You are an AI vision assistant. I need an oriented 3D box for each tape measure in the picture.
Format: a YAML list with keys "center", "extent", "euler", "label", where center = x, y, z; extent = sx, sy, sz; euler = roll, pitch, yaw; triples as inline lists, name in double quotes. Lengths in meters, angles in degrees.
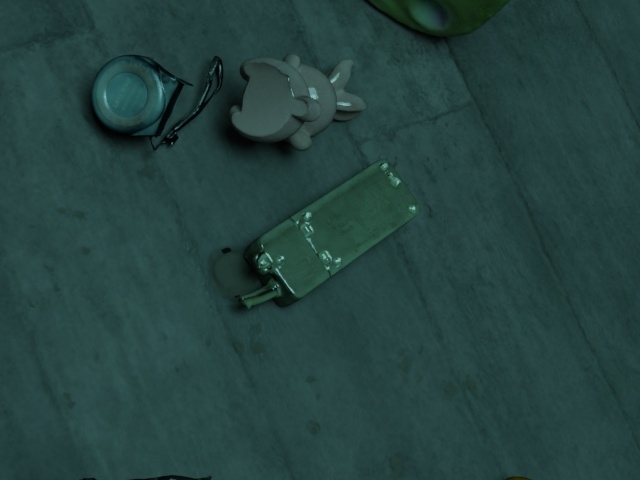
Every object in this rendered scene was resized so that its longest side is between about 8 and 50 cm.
- center: [-0.200, -0.184, 1.396]
  extent: [0.107, 0.104, 0.180]
  euler: [29, 25, 11]
  label: "tape measure"

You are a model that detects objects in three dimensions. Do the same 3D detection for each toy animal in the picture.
- center: [-0.026, -0.175, 1.451]
  extent: [0.212, 0.124, 0.124]
  euler: [-10, 75, -61]
  label: "toy animal"

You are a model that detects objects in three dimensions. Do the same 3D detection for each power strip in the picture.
- center: [0.000, 0.000, 1.419]
  extent: [0.288, 0.053, 0.093]
  euler: [-34, 91, -30]
  label: "power strip"

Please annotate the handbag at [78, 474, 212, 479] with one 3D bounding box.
- center: [-0.186, 0.433, 1.029]
  extent: [0.180, 0.316, 0.416]
  euler: [6, 70, -31]
  label: "handbag"

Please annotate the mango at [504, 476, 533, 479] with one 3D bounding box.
- center: [0.261, 0.334, 1.440]
  extent: [0.089, 0.046, 0.060]
  euler: [29, 64, -29]
  label: "mango"

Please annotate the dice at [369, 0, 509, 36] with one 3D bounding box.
- center: [0.175, -0.456, 1.546]
  extent: [0.252, 0.249, 0.255]
  euler: [32, 61, -13]
  label: "dice"
